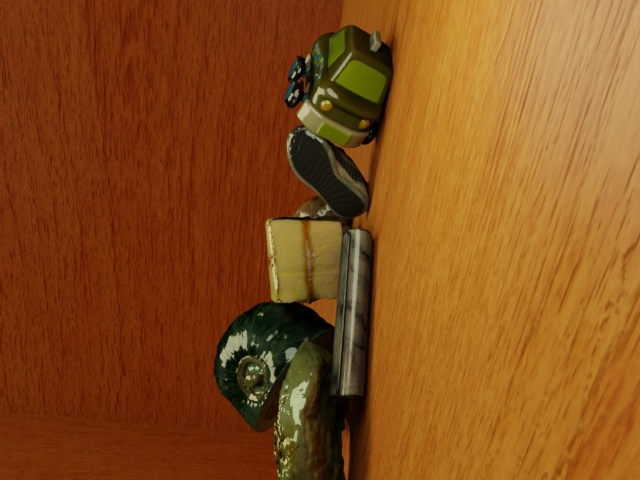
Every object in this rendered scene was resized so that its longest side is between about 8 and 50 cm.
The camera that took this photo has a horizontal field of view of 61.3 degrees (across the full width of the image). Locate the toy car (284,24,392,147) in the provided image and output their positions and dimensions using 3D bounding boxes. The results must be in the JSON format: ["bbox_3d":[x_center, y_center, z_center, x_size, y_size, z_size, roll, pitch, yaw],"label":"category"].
[{"bbox_3d":[0.060,-0.328,1.076,0.198,0.204,0.247,-49,28,39],"label":"toy car"}]

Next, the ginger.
[{"bbox_3d":[0.000,0.000,1.379,0.375,0.176,0.256,-87,22,-63],"label":"ginger"}]

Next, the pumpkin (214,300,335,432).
[{"bbox_3d":[-0.112,0.252,1.205,0.263,0.197,0.293,-18,-39,-52],"label":"pumpkin"}]

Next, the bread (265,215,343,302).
[{"bbox_3d":[-0.083,0.050,1.133,0.264,0.163,0.167,-15,79,57],"label":"bread"}]

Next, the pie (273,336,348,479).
[{"bbox_3d":[-0.008,0.350,0.979,0.296,0.078,0.371,71,-161,-44],"label":"pie"}]

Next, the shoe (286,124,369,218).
[{"bbox_3d":[0.023,-0.152,1.134,0.099,0.227,0.112,-30,18,31],"label":"shoe"}]

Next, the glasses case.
[{"bbox_3d":[0.058,0.136,0.988,0.114,0.060,0.299,92,-177,-71],"label":"glasses case"}]
